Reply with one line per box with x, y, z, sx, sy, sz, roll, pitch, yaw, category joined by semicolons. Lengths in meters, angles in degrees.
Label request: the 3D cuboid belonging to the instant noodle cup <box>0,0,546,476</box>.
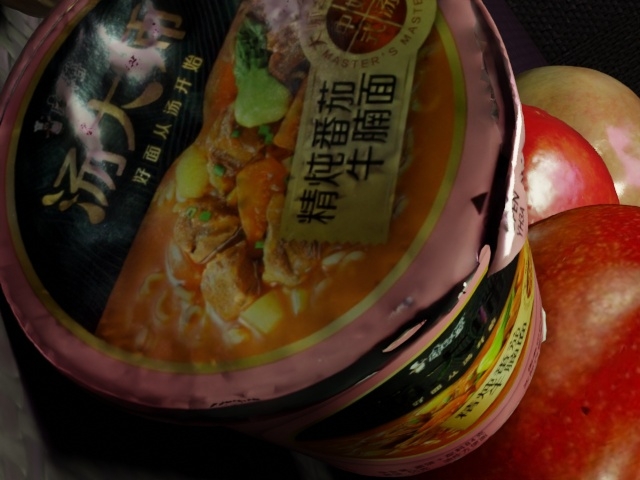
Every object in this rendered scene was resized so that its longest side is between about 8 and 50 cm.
0.004;0.004;0.693;0.244;0.244;0.255;68;10;28;instant noodle cup

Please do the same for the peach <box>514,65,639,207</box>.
0.263;-0.042;1.509;0.292;0.247;0.292;159;-90;-84;peach

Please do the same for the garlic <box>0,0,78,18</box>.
-0.166;-0.195;0.726;0.124;0.099;0.174;61;3;-70;garlic

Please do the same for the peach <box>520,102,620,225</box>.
0.173;-0.015;1.286;0.226;0.190;0.196;23;30;-55;peach

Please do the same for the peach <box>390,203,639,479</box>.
0.158;0.118;0.867;0.245;0.248;0.275;-45;151;-37;peach
